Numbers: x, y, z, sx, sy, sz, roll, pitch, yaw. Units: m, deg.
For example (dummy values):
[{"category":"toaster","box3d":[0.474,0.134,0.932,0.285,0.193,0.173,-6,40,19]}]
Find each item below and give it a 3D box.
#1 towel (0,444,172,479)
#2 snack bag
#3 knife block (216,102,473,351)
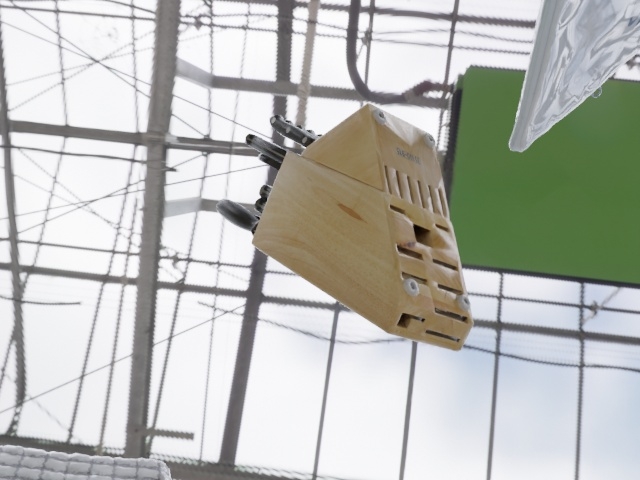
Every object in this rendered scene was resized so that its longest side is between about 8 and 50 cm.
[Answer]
[{"category":"towel","box3d":[-0.236,0.230,0.528,0.283,0.235,0.121,10,-78,-16]},{"category":"snack bag","box3d":[0.299,-0.270,0.775,0.342,0.323,0.037,-40,-118,-22]},{"category":"knife block","box3d":[0.000,0.000,0.745,0.242,0.088,0.276,-34,-128,39]}]
